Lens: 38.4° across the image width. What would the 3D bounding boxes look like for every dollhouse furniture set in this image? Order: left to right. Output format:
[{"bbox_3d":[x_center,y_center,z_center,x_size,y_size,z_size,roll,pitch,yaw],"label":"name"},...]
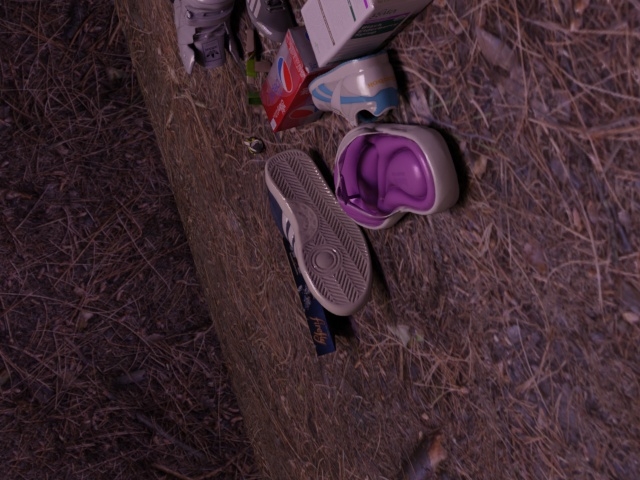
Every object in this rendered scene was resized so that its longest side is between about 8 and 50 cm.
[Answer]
[{"bbox_3d":[-0.120,-0.350,1.855,0.076,0.059,0.151,100,168,-69],"label":"dollhouse furniture set"}]

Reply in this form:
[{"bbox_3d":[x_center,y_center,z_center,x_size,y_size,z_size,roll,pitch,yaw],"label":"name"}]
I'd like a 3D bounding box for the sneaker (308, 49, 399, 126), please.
[{"bbox_3d":[0.047,-0.216,1.388,0.229,0.088,0.092,175,76,-74],"label":"sneaker"}]

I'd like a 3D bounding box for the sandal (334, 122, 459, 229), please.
[{"bbox_3d":[0.075,-0.097,1.389,0.416,0.102,0.169,165,88,-72],"label":"sandal"}]

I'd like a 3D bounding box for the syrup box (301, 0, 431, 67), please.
[{"bbox_3d":[0.059,-0.320,1.240,0.237,0.093,0.096,158,94,-72],"label":"syrup box"}]

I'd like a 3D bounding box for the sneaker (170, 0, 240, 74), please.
[{"bbox_3d":[-0.224,-0.453,1.893,0.366,0.138,0.210,-137,33,-66],"label":"sneaker"}]

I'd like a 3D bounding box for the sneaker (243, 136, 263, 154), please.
[{"bbox_3d":[-0.144,-0.207,2.056,0.035,0.031,0.083,66,171,-28],"label":"sneaker"}]

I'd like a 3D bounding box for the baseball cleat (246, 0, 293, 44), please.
[{"bbox_3d":[-0.100,-0.450,1.624,0.205,0.072,0.109,62,153,19],"label":"baseball cleat"}]

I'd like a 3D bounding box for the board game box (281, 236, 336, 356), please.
[{"bbox_3d":[-0.022,0.100,1.874,0.165,0.042,0.243,-93,-14,-85],"label":"board game box"}]

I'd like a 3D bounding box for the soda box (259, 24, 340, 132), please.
[{"bbox_3d":[-0.026,-0.271,1.538,0.263,0.092,0.083,136,115,-71],"label":"soda box"}]

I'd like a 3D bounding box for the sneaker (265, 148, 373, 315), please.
[{"bbox_3d":[0.000,0.000,1.692,0.148,0.131,0.350,87,163,-60],"label":"sneaker"}]
